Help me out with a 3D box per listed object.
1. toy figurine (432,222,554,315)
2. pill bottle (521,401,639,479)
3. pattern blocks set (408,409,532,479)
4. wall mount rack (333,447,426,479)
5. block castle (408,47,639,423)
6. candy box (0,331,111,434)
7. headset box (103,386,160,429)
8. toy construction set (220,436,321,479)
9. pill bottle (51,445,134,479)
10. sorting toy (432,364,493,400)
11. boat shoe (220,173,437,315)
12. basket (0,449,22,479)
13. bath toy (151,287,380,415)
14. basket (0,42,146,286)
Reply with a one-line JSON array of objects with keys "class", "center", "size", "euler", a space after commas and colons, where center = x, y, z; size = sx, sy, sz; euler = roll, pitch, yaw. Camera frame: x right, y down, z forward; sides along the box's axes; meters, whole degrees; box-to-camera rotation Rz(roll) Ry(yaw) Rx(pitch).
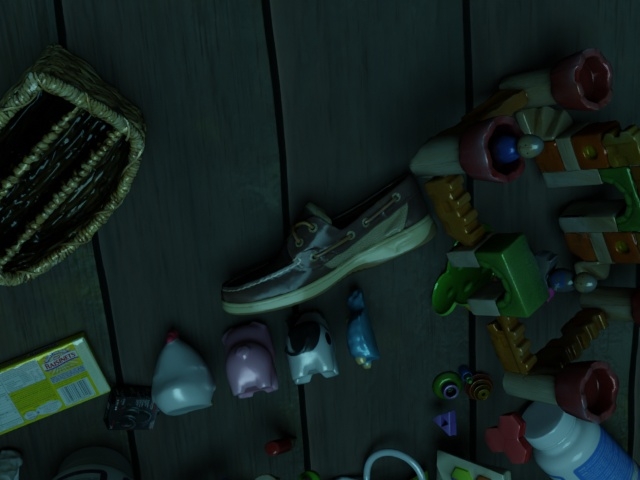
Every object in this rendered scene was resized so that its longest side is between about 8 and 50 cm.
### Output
[{"class": "toy figurine", "center": [0.285, 0.069, 1.543], "size": [0.159, 0.130, 0.173], "euler": [16, 130, -25]}, {"class": "pill bottle", "center": [0.436, 0.361, 1.664], "size": [0.124, 0.124, 0.221], "euler": [-41, 112, 8]}, {"class": "pattern blocks set", "center": [0.248, 0.434, 1.595], "size": [0.026, 0.285, 0.325], "euler": [-13, 92, -42]}, {"class": "wall mount rack", "center": [0.147, 0.530, 1.623], "size": [0.304, 0.130, 0.350], "euler": [8, 114, 26]}, {"class": "block castle", "center": [0.350, -0.008, 1.378], "size": [0.303, 0.212, 0.453], "euler": [-37, 111, -33]}, {"class": "candy box", "center": [-0.437, 0.223, 1.519], "size": [0.205, 0.027, 0.105], "euler": [-21, 112, -1]}, {"class": "headset box", "center": [-0.290, 0.263, 1.547], "size": [0.083, 0.032, 0.062], "euler": [7, 112, -30]}, {"class": "toy construction set", "center": [-0.095, 0.467, 1.611], "size": [0.257, 0.237, 0.309], "euler": [24, 89, 13]}, {"class": "pill bottle", "center": [-0.343, 0.440, 1.471], "size": [0.169, 0.301, 0.169], "euler": [-3, 111, -8]}, {"class": "sorting toy", "center": [0.239, 0.242, 1.629], "size": [0.102, 0.042, 0.061], "euler": [-3, 112, -8]}, {"class": "boat shoe", "center": [0.000, 0.000, 1.461], "size": [0.342, 0.123, 0.123], "euler": [-23, 105, -4]}, {"class": "basket", "center": [-0.607, 0.516, 1.451], "size": [0.266, 0.328, 0.331], "euler": [7, 110, -8]}, {"class": "bath toy", "center": [-0.091, 0.169, 1.504], "size": [0.348, 0.151, 0.129], "euler": [-14, 75, -1]}, {"class": "basket", "center": [-0.373, -0.076, 1.309], "size": [0.213, 0.223, 0.299], "euler": [42, 99, -21]}]
